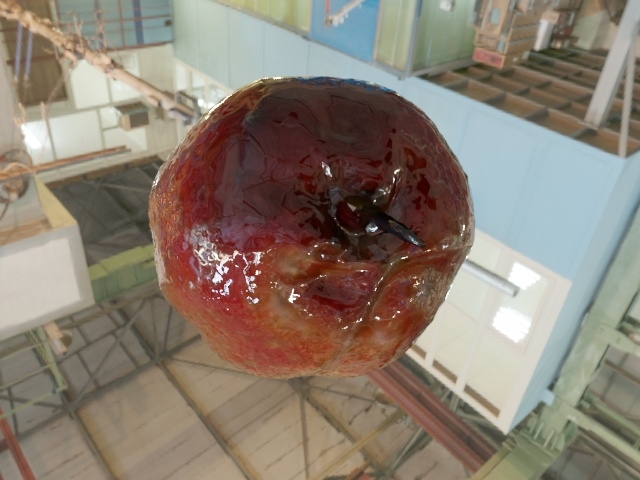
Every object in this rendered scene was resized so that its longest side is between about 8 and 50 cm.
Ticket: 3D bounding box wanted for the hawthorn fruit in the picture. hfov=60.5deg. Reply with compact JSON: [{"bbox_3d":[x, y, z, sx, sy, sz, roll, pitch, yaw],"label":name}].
[{"bbox_3d":[0.000,0.000,0.415,0.254,0.254,0.300,-8,-169,-19],"label":"hawthorn fruit"}]
